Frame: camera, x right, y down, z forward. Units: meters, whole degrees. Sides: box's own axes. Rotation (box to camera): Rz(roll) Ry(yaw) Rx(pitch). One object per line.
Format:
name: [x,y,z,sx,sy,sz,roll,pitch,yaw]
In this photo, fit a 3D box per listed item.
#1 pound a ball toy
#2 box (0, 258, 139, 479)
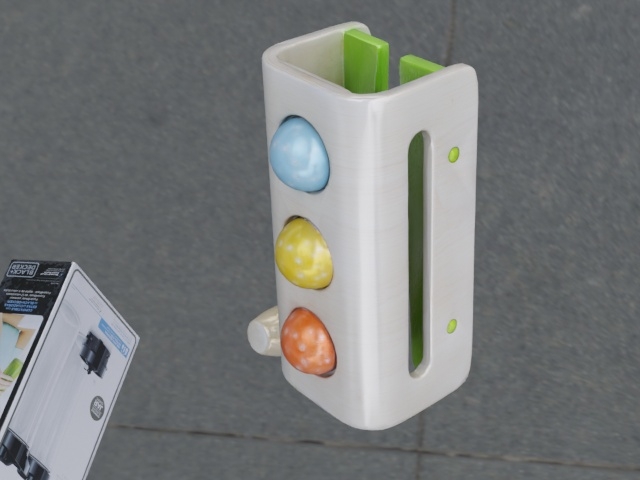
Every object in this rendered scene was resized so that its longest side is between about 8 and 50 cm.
pound a ball toy: [0.000,0.000,1.000,0.208,0.135,0.319,30,133,42]
box: [-0.309,0.185,1.392,0.087,0.169,0.290,2,55,25]
